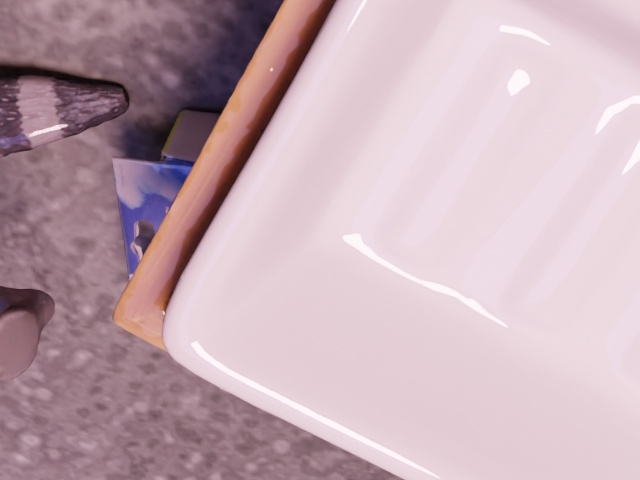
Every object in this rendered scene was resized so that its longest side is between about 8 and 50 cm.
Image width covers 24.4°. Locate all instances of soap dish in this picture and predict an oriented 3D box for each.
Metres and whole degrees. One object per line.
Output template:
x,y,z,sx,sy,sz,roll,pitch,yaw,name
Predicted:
0.103,-0.005,0.556,0.290,0.118,0.229,27,114,-9,soap dish

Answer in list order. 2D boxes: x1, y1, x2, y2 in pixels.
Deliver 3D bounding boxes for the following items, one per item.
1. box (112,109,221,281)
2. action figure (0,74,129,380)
0.000,0.000,0.680,0.178,0.042,0.109,8,133,9,box
-0.256,0.011,0.681,0.330,0.178,0.341,-7,106,29,action figure
